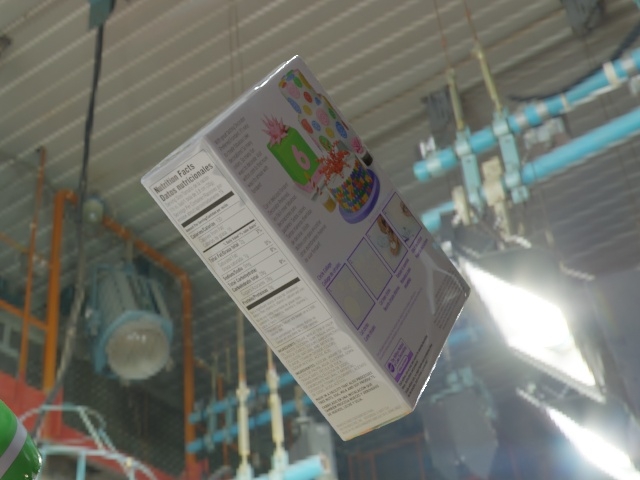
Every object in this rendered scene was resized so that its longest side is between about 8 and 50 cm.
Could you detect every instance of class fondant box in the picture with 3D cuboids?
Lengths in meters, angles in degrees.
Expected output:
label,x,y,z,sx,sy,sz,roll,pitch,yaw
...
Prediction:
label,x,y,z,sx,sy,sz,roll,pitch,yaw
fondant box,0.000,0.000,1.161,0.096,0.238,0.330,-29,-77,32

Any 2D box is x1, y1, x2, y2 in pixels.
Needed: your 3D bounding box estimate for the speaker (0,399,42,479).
label,x,y,z,sx,sy,sz,roll,pitch,yaw
speaker,-0.330,0.086,0.760,0.131,0.131,0.296,-33,-72,31
